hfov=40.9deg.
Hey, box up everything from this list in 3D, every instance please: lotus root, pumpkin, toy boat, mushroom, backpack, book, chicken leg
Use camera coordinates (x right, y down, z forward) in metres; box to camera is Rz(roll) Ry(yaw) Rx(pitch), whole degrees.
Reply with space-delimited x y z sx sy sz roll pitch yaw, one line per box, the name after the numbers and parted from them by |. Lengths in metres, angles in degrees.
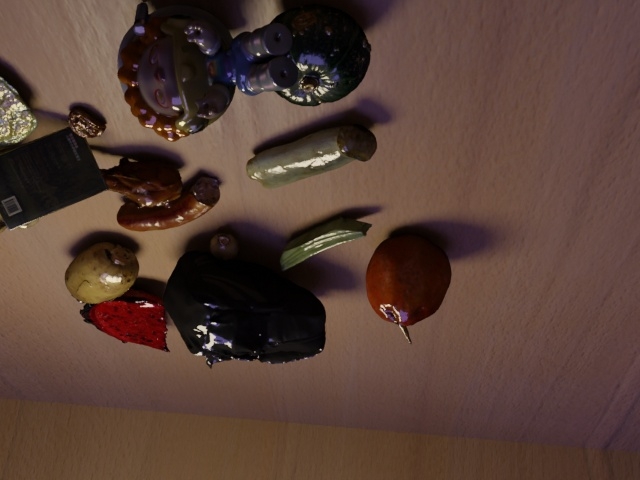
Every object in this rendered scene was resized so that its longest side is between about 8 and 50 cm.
-0.246 0.016 2.193 0.073 0.062 0.150 10 163 -2 | lotus root
-0.011 -0.312 1.449 0.191 0.146 0.190 -6 135 -6 | pumpkin
0.000 0.000 2.096 0.293 0.093 0.055 -23 114 42 | toy boat
-0.021 -0.177 1.780 0.312 0.081 0.100 -13 143 40 | mushroom
-0.186 0.195 2.274 0.446 0.363 0.254 10 111 -28 | backpack
-0.600 0.093 2.335 0.160 0.146 0.284 40 135 -16 | lotus root
-0.590 -0.135 1.825 0.228 0.024 0.160 -24 110 -10 | book
-0.460 -0.138 1.907 0.305 0.113 0.093 9 -175 -5 | chicken leg

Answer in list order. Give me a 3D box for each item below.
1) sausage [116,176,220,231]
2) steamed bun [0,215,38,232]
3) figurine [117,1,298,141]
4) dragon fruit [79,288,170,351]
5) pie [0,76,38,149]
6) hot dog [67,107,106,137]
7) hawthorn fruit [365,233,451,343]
-0.355 -0.077 2.035 0.302 0.076 0.103 -16 137 34 | sausage
-0.756 -0.108 1.923 0.292 0.295 0.137 -4 113 -16 | steamed bun
-0.170 -0.266 1.416 0.205 0.224 0.382 -20 -150 -40 | figurine
-0.584 0.213 2.597 0.282 0.100 0.343 11 149 -4 | dragon fruit
-0.718 -0.272 1.723 0.257 0.105 0.274 -29 137 34 | pie
-0.490 -0.243 1.793 0.058 0.035 0.083 -23 141 31 | hot dog
0.213 0.119 2.083 0.211 0.262 0.210 4 149 2 | hawthorn fruit
